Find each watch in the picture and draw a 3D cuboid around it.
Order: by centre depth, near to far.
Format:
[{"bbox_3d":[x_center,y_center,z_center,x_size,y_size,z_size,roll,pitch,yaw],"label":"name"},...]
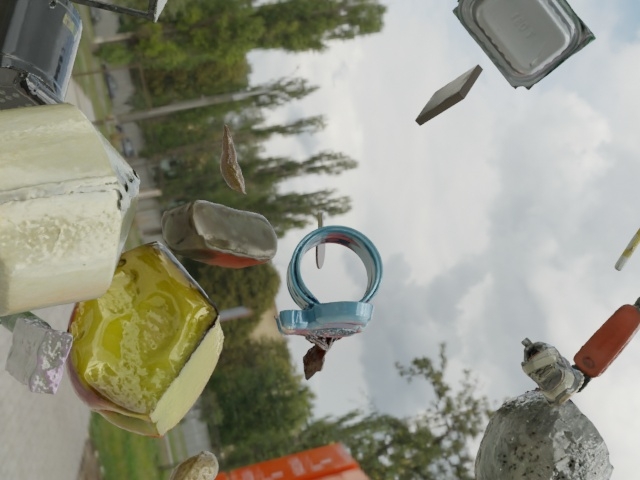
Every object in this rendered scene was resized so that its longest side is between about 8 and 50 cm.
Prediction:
[{"bbox_3d":[0.014,0.075,1.507,0.211,0.211,0.193,118,-26,-72],"label":"watch"}]

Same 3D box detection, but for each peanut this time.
[{"bbox_3d":[-0.284,0.522,1.719,0.089,0.193,0.089,29,-25,15],"label":"peanut"}]

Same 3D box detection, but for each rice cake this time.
[{"bbox_3d":[-0.481,0.191,1.391,0.298,0.050,0.106,-1,-104,61],"label":"rice cake"}]

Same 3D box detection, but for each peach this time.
[{"bbox_3d":[-0.372,0.204,1.748,0.242,0.306,0.380,105,9,-62],"label":"peach"}]

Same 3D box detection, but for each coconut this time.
[{"bbox_3d":[-0.409,-0.047,1.190,0.323,0.323,0.323,168,-90,-78],"label":"coconut"}]

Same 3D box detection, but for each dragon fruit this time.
[{"bbox_3d":[0.437,0.456,1.762,0.283,0.221,0.204,-14,-76,60],"label":"dragon fruit"}]

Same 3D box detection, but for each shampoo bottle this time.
[{"bbox_3d":[-0.642,0.179,1.770,0.204,0.065,0.065,15,-61,49],"label":"shampoo bottle"}]

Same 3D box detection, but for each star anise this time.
[{"bbox_3d":[-0.024,0.215,1.890,0.144,0.158,0.140,34,-51,25],"label":"star anise"}]

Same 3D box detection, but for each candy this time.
[{"bbox_3d":[-0.195,-0.010,1.605,0.104,0.234,0.102,-16,-108,38],"label":"candy"}]

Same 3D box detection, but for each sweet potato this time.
[{"bbox_3d":[-0.282,-0.242,2.531,0.068,0.068,0.226,-174,-111,-78],"label":"sweet potato"}]

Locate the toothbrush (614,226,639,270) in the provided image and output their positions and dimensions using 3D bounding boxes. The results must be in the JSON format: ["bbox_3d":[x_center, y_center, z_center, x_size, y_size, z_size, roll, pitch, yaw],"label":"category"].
[{"bbox_3d":[0.659,-0.064,1.612,0.288,0.024,0.021,-58,-158,10],"label":"toothbrush"}]

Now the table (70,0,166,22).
[{"bbox_3d":[-0.454,-0.697,1.800,0.222,0.272,0.335,-87,-169,-57],"label":"table"}]

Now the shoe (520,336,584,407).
[{"bbox_3d":[0.451,0.251,1.633,0.092,0.089,0.180,46,12,-10],"label":"shoe"}]

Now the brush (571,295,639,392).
[{"bbox_3d":[0.654,0.212,1.831,0.070,0.051,0.323,46,-65,25],"label":"brush"}]

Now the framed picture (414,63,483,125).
[{"bbox_3d":[0.320,-0.362,2.061,0.023,0.128,0.168,45,-36,-13],"label":"framed picture"}]

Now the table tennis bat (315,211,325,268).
[{"bbox_3d":[0.000,0.000,2.234,0.095,0.014,0.158,-46,139,-69],"label":"table tennis bat"}]

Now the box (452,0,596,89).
[{"bbox_3d":[0.562,-0.598,2.286,0.337,0.264,0.106,47,21,-13],"label":"box"}]

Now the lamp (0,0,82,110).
[{"bbox_3d":[-0.551,-0.352,1.526,0.205,0.374,0.272,43,62,-51],"label":"lamp"}]
